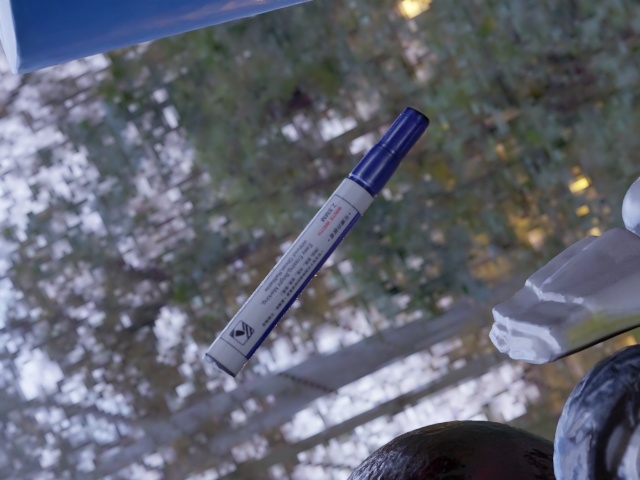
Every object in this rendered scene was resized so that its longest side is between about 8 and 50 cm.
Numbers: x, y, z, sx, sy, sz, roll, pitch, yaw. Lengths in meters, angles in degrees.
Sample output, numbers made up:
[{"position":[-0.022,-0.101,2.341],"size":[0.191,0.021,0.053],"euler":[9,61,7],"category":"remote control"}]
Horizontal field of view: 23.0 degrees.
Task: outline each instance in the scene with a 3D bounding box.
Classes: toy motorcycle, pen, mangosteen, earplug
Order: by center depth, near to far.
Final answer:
[{"position":[0.228,-0.010,0.747],"size":[0.108,0.341,0.222],"euler":[23,141,59],"category":"toy motorcycle"},{"position":[0.000,0.000,0.965],"size":[0.025,0.204,0.025],"euler":[38,170,7],"category":"pen"},{"position":[0.098,0.249,1.044],"size":[0.228,0.228,0.265],"euler":[57,-142,-30],"category":"mangosteen"},{"position":[-0.088,-0.203,1.070],"size":[0.132,0.273,0.132],"euler":[167,90,-76],"category":"earplug"}]
